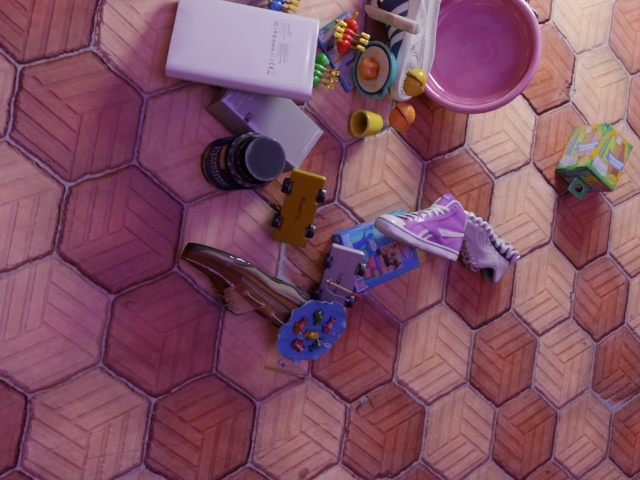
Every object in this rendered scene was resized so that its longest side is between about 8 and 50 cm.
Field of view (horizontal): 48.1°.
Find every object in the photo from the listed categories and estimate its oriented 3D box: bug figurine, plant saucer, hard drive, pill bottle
[{"bbox_3d":[-0.034,-0.484,1.687,0.279,0.072,0.216,24,87,-23],"label":"bug figurine"},{"bbox_3d":[0.397,-0.491,1.855,0.332,0.084,0.331,0,92,12],"label":"plant saucer"},{"bbox_3d":[-0.164,-0.418,1.552,0.308,0.040,0.202,9,68,-8],"label":"hard drive"},{"bbox_3d":[-0.165,-0.170,1.548,0.123,0.219,0.122,-1,92,-29],"label":"pill bottle"}]

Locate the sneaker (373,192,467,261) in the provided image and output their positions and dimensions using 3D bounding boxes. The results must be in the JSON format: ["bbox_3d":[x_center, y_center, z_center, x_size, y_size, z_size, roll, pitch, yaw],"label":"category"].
[{"bbox_3d":[0.258,-0.057,1.797,0.282,0.102,0.161,18,94,-39],"label":"sneaker"}]

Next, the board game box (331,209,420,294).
[{"bbox_3d":[0.145,0.027,1.828,0.210,0.047,0.160,-20,101,-27],"label":"board game box"}]

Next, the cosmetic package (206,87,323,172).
[{"bbox_3d":[-0.125,-0.274,1.636,0.238,0.107,0.127,39,71,-21],"label":"cosmetic package"}]

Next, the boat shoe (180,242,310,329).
[{"bbox_3d":[-0.171,0.113,1.613,0.324,0.123,0.119,30,83,-27],"label":"boat shoe"}]

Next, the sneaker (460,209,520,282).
[{"bbox_3d":[0.422,0.011,1.957,0.292,0.110,0.118,37,83,-25],"label":"sneaker"}]

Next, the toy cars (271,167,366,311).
[{"bbox_3d":[0.000,0.000,1.701,0.177,0.087,0.393,-21,113,16],"label":"toy cars"}]

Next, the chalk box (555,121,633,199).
[{"bbox_3d":[0.810,-0.226,2.148,0.132,0.132,0.213,34,75,-26],"label":"chalk box"}]

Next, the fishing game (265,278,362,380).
[{"bbox_3d":[-0.015,0.216,1.679,0.189,0.041,0.264,30,101,-43],"label":"fishing game"}]

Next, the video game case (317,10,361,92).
[{"bbox_3d":[0.067,-0.470,1.788,0.119,0.015,0.166,-40,110,-22],"label":"video game case"}]

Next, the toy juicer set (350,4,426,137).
[{"bbox_3d":[0.156,-0.411,1.710,0.090,0.209,0.328,-4,99,-40],"label":"toy juicer set"}]

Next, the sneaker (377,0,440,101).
[{"bbox_3d":[0.204,-0.531,1.804,0.131,0.148,0.349,-3,109,-49],"label":"sneaker"}]

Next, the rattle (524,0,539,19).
[{"bbox_3d":[0.541,-0.708,2.021,0.143,0.130,0.199,-15,125,-18],"label":"rattle"}]
